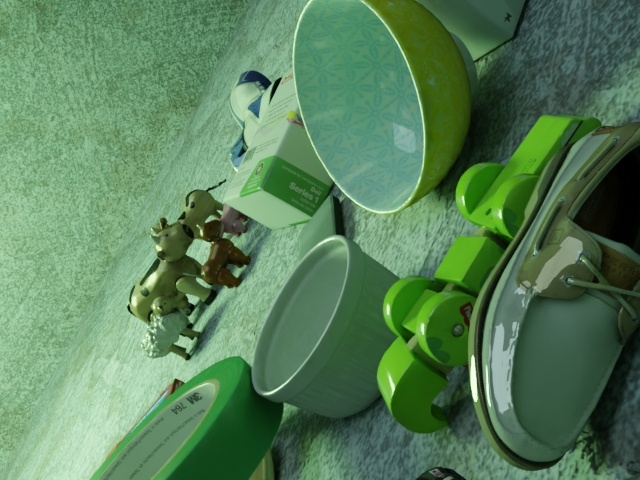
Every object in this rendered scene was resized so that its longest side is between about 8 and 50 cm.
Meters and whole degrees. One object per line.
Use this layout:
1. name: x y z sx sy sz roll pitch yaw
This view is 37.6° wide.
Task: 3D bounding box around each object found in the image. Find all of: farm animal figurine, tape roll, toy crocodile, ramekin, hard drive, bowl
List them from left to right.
1. tape roll: -0.186 0.282 1.152 0.321 0.077 0.321 -40 12 10
2. farm animal figurine: -0.279 0.037 1.864 0.326 0.172 0.330 -58 19 9
3. hard drive: 0.000 0.000 1.435 0.094 0.022 0.135 -51 21 25
4. ramekin: 0.019 0.107 1.098 0.207 0.109 0.207 -50 22 29
5. bowl: 0.103 -0.192 1.191 0.156 0.289 0.289 -23 3 -26
6. toy crocodile: 0.159 0.026 0.892 0.340 0.105 0.115 -57 18 -4

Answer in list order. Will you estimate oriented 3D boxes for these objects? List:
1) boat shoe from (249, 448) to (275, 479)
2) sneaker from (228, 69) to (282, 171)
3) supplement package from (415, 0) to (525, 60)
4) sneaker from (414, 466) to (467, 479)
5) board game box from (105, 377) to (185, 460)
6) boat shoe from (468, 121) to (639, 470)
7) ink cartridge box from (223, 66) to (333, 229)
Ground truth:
1. boat shoe: -0.146 0.378 1.123 0.122 0.110 0.341 -38 29 48
2. sneaker: -0.089 -0.266 1.923 0.182 0.127 0.315 -45 31 29
3. supplement package: 0.142 -0.361 1.318 0.263 0.199 0.198 -24 40 60
4. sneaker: 0.104 0.220 0.782 0.178 0.072 0.077 -26 28 50
5. board game box: -0.338 0.388 1.735 0.281 0.027 0.145 -48 23 31
6. boat shoe: 0.202 0.029 0.734 0.103 0.113 0.302 -39 27 60
7. ink cartridge box: -0.036 -0.172 1.629 0.201 0.117 0.278 -10 53 66
